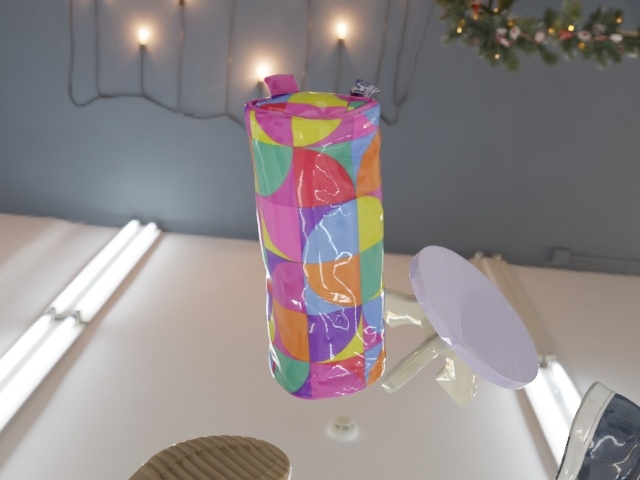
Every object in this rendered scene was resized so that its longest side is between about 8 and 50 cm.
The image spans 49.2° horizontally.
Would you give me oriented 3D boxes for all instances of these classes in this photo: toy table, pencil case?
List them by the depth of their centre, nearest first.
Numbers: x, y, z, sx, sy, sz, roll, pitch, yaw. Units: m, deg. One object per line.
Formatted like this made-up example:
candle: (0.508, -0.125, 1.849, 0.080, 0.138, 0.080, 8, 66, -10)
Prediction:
pencil case: (0.000, 0.000, 0.523, 0.104, 0.236, 0.104, -2, -159, 1)
toy table: (0.215, 0.158, 1.188, 0.252, 0.161, 0.274, -21, -106, -46)

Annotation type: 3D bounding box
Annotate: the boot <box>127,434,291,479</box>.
boot: (-0.140, 0.282, 0.577, 0.248, 0.206, 0.090, -12, -145, -45)

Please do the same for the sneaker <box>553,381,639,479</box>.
sneaker: (0.332, 0.270, 0.729, 0.163, 0.226, 0.086, 25, -135, 30)
